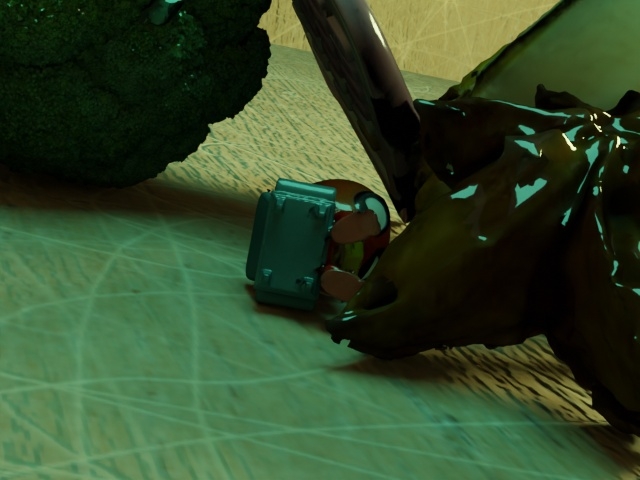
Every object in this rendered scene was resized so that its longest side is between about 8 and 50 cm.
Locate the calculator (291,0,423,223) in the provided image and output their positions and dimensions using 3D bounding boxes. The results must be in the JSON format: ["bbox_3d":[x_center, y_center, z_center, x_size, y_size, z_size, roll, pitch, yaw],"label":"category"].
[{"bbox_3d":[0.020,-0.134,0.825,0.194,0.043,0.294,64,1,26],"label":"calculator"}]

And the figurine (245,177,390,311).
[{"bbox_3d":[0.000,0.000,0.664,0.075,0.068,0.140,9,5,5],"label":"figurine"}]

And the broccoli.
[{"bbox_3d":[-0.155,-0.166,0.774,0.270,0.270,0.270,-14,6,1],"label":"broccoli"}]

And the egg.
[{"bbox_3d":[0.203,-0.055,0.773,0.174,0.264,0.286,54,23,21],"label":"egg"}]

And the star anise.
[{"bbox_3d":[0.171,0.018,0.604,0.346,0.148,0.237,9,35,-27],"label":"star anise"}]
